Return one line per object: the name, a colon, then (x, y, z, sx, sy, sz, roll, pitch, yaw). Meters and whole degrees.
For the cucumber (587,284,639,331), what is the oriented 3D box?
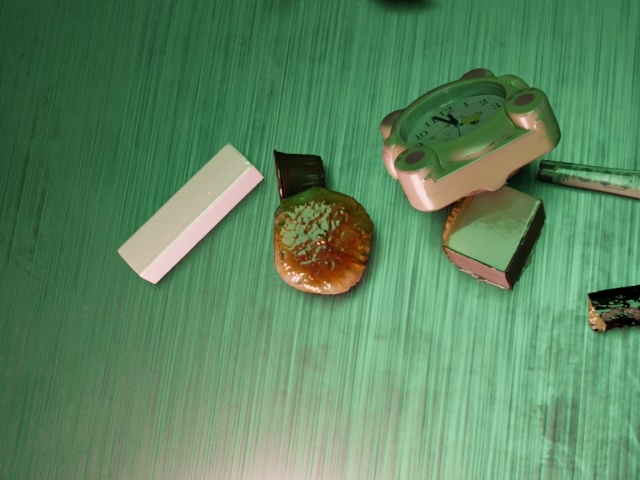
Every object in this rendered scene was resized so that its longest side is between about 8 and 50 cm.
cucumber: (0.607, 0.106, 1.747, 0.304, 0.081, 0.072, -7, 46, 12)

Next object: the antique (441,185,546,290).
antique: (0.299, -0.012, 1.811, 0.148, 0.146, 0.151, 25, 82, 19)

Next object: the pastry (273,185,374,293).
pastry: (0.000, 0.000, 1.877, 0.182, 0.093, 0.192, 12, 90, -6)

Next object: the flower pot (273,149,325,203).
flower pot: (-0.038, -0.122, 1.944, 0.089, 0.111, 0.111, -8, 74, -3)

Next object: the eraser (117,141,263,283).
eraser: (-0.247, -0.052, 1.982, 0.298, 0.078, 0.076, -44, 71, -1)

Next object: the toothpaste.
toothpaste: (0.509, -0.109, 1.841, 0.239, 0.039, 0.062, 9, 83, 13)

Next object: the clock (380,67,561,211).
clock: (0.243, -0.189, 1.804, 0.284, 0.114, 0.309, -29, 28, 3)
